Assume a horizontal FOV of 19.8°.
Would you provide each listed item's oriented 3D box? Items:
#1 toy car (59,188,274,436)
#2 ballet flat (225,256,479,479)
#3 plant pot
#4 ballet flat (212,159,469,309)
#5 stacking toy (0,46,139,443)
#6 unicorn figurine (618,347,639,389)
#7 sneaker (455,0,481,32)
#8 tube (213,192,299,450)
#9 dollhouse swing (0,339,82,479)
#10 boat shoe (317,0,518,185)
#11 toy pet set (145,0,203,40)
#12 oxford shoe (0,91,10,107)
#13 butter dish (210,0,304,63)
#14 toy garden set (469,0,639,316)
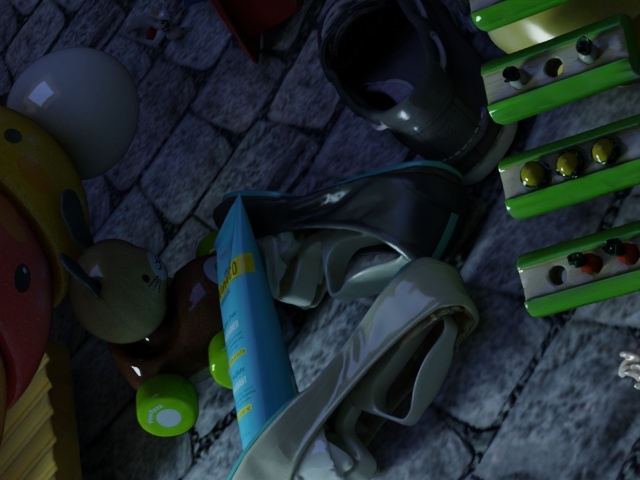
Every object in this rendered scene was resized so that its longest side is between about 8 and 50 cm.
[{"bbox_3d":[-0.144,0.037,1.497,0.149,0.188,0.155,-34,36,17],"label":"toy car"},{"bbox_3d":[0.025,0.123,1.300,0.248,0.086,0.086,-53,30,4],"label":"ballet flat"},{"bbox_3d":[0.196,-0.162,1.283,0.134,0.134,0.095,-50,53,11],"label":"plant pot"},{"bbox_3d":[0.000,0.000,1.437,0.280,0.095,0.096,-10,66,52],"label":"ballet flat"},{"bbox_3d":[-0.315,-0.007,1.534,0.350,0.350,0.480,-15,32,49],"label":"stacking toy"},{"bbox_3d":[0.247,0.036,1.082,0.162,0.060,0.111,-65,27,18],"label":"unicorn figurine"},{"bbox_3d":[0.167,-0.217,1.419,0.115,0.090,0.232,-16,10,-10],"label":"sneaker"},{"bbox_3d":[-0.051,0.072,1.411,0.080,0.052,0.207,126,137,-51],"label":"tube"},{"bbox_3d":[-0.412,0.240,1.632,0.347,0.315,0.305,-105,36,-53],"label":"dollhouse swing"},{"bbox_3d":[0.057,-0.154,1.490,0.112,0.095,0.335,-51,30,9],"label":"boat shoe"},{"bbox_3d":[-0.131,-0.272,1.938,0.114,0.065,0.122,103,-170,-68],"label":"toy pet set"},{"bbox_3d":[-0.313,-0.087,1.984,0.096,0.083,0.227,-22,51,11],"label":"oxford shoe"},{"bbox_3d":[-0.054,-0.281,1.751,0.118,0.160,0.160,-18,43,16],"label":"butter dish"},{"bbox_3d":[0.195,-0.094,1.172,0.204,0.049,0.244,-18,75,32],"label":"toy garden set"}]
